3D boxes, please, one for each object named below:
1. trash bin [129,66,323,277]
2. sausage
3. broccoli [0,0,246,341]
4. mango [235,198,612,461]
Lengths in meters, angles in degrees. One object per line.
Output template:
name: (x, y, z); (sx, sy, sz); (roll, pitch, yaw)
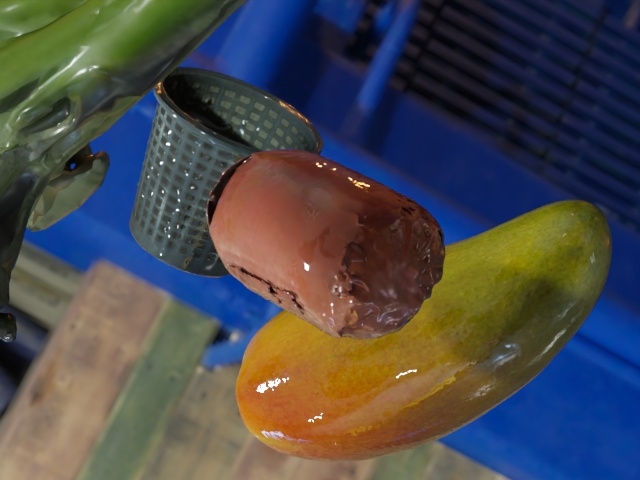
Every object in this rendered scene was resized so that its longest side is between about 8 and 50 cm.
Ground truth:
trash bin: (-0.105, -0.056, 1.584); (0.175, 0.175, 0.161); (-89, 21, -67)
sausage: (0.000, 0.000, 0.756); (0.141, 0.076, 0.076); (31, 93, 52)
broccoli: (-0.053, -0.059, 0.396); (0.204, 0.122, 0.118); (-33, 29, 0)
mango: (0.070, 0.070, 1.137); (0.289, 0.129, 0.146); (-28, 4, 31)
